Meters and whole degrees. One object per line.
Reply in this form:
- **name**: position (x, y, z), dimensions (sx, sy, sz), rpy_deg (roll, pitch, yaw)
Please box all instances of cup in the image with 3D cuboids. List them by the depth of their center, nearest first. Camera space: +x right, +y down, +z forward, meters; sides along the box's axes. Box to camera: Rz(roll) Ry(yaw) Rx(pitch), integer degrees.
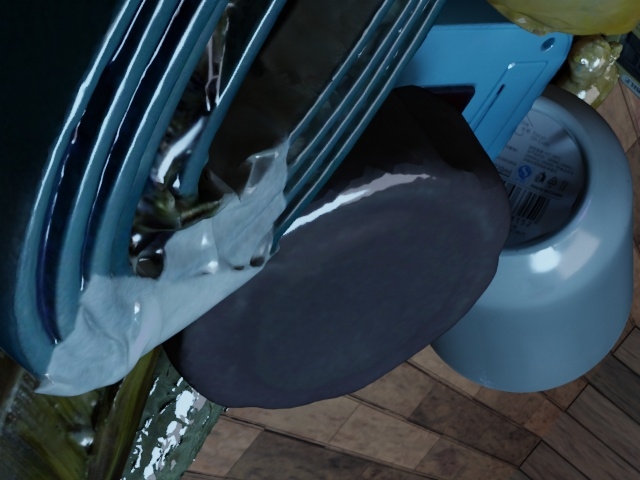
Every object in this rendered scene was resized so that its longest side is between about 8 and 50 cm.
- **cup**: position (0.169, -0.005, 1.635), dimensions (0.205, 0.205, 0.312), rpy_deg (-48, 163, -9)

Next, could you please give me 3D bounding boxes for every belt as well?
- **belt**: position (-0.047, -0.145, 0.833), dimensions (0.436, 0.173, 0.300), rpy_deg (-56, 161, 17)

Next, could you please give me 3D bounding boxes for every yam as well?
- **yam**: position (-0.128, 0.126, 1.339), dimensions (0.183, 0.107, 0.107), rpy_deg (-54, 163, 7)

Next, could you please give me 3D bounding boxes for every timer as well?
- **timer**: position (0.034, -0.091, 1.358), dimensions (0.250, 0.091, 0.232), rpy_deg (-11, 144, -47)

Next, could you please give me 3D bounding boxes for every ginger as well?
- **ginger**: position (0.224, -0.103, 1.829), dimensions (0.176, 0.052, 0.193), rpy_deg (-53, 165, -10)

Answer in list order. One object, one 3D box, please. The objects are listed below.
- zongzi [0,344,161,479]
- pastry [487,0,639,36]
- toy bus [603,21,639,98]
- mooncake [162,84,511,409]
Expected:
- **zongzi**: position (-0.146, 0.187, 1.087), dimensions (0.286, 0.288, 0.134), rpy_deg (-47, 169, -13)
- **pastry**: position (0.141, -0.267, 1.025), dimensions (0.284, 0.184, 0.315), rpy_deg (-68, -177, -48)
- **toy bus**: position (0.447, -0.265, 1.859), dimensions (0.365, 0.177, 0.202), rpy_deg (-36, 162, -30)
- **mooncake**: position (0.000, 0.000, 1.228), dimensions (0.245, 0.133, 0.245), rpy_deg (-16, 141, -13)
